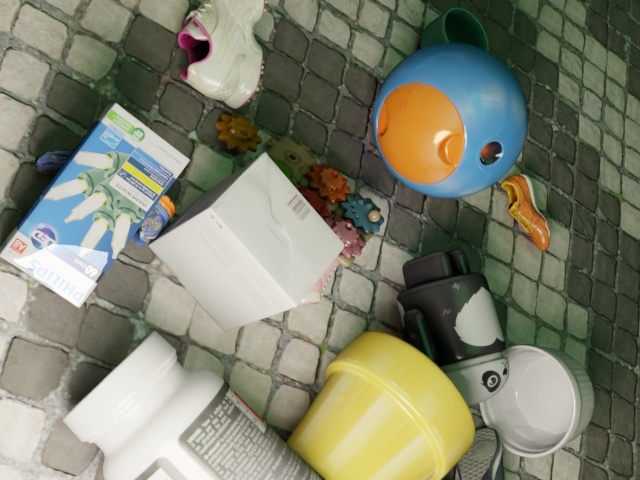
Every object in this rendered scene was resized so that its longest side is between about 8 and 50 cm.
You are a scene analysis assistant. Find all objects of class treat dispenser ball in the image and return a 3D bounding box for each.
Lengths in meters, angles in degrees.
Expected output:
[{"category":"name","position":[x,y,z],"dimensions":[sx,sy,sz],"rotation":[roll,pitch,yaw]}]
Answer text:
[{"category":"treat dispenser ball","position":[0.241,-0.222,1.652],"dimensions":[0.288,0.288,0.288],"rotation":[13,67,-33]}]

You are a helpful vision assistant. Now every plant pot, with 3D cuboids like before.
[{"category":"plant pot","position":[0.072,0.311,1.381],"dimensions":[0.239,0.254,0.254],"rotation":[-41,100,-29]}]

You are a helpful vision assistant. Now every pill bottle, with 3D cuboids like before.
[{"category":"pill bottle","position":[-0.161,0.310,1.212],"dimensions":[0.363,0.210,0.210],"rotation":[46,53,-3]}]

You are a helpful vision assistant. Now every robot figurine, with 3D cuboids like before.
[{"category":"robot figurine","position":[0.239,0.158,1.593],"dimensions":[0.209,0.173,0.278],"rotation":[-12,80,-11]}]

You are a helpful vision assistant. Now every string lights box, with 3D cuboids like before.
[{"category":"string lights box","position":[-0.318,-0.052,1.249],"dimensions":[0.133,0.077,0.260],"rotation":[37,84,-21]}]

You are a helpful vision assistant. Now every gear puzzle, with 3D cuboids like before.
[{"category":"gear puzzle","position":[-0.036,-0.114,1.523],"dimensions":[0.339,0.044,0.175],"rotation":[40,44,1]}]

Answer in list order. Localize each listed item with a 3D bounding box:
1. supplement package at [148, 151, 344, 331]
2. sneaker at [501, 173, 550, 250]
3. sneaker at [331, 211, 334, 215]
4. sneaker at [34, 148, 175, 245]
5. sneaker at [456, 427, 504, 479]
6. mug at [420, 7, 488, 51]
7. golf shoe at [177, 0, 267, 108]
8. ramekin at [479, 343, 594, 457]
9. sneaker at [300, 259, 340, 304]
[{"category":"supplement package","position":[-0.115,0.008,1.367],"dimensions":[0.194,0.203,0.149],"rotation":[50,52,-13]},{"category":"sneaker","position":[0.438,-0.055,1.898],"dimensions":[0.067,0.064,0.175],"rotation":[-22,83,-19]},{"category":"sneaker","position":[0.000,0.000,1.541],"dimensions":[0.071,0.066,0.188],"rotation":[49,53,-12]},{"category":"sneaker","position":[-0.323,-0.065,1.320],"dimensions":[0.221,0.083,0.087],"rotation":[28,68,-22]},{"category":"sneaker","position":[0.308,0.466,1.603],"dimensions":[0.163,0.086,0.226],"rotation":[62,27,-27]},{"category":"mug","position":[0.279,-0.396,1.863],"dimensions":[0.129,0.097,0.158],"rotation":[-20,87,-39]},{"category":"golf shoe","position":[-0.170,-0.383,1.521],"dimensions":[0.140,0.115,0.306],"rotation":[11,67,-30]},{"category":"ramekin","position":[0.412,0.296,1.663],"dimensions":[0.109,0.207,0.207],"rotation":[2,73,-45]},{"category":"sneaker","position":[-0.006,0.070,1.525],"dimensions":[0.134,0.051,0.070],"rotation":[-25,92,-36]}]
